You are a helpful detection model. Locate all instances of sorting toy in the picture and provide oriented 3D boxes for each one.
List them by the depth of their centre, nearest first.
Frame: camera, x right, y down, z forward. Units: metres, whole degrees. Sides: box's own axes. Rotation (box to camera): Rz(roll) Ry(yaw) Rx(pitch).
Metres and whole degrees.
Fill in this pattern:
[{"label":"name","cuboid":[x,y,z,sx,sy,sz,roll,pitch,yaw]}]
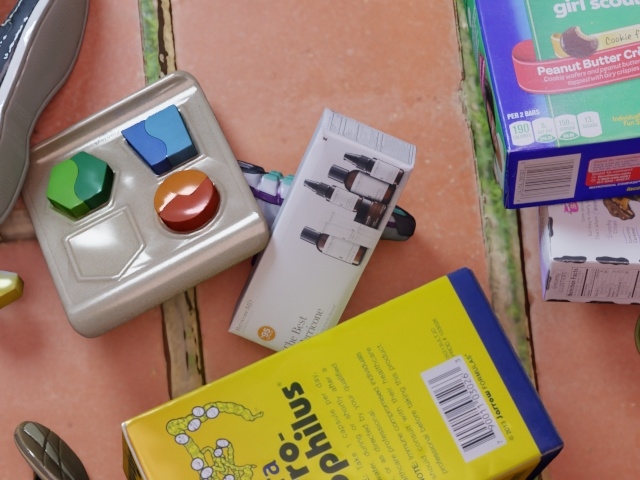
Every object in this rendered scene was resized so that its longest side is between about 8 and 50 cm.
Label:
[{"label":"sorting toy","cuboid":[-0.225,-0.021,1.816,0.307,0.041,0.229,-28,58,1]}]

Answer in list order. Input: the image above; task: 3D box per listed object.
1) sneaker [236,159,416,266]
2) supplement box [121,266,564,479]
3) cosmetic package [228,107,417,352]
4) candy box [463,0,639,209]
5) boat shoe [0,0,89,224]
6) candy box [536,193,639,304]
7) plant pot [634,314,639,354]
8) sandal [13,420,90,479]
[{"label":"sneaker","cuboid":[-0.019,-0.013,1.863,0.224,0.083,0.098,15,98,8]},{"label":"supplement box","cuboid":[0.013,0.202,1.729,0.356,0.194,0.195,-24,75,-13]},{"label":"cosmetic package","cuboid":[0.000,0.000,1.792,0.099,0.060,0.239,23,116,-3]},{"label":"candy box","cuboid":[0.284,-0.206,1.826,0.268,0.122,0.317,-7,60,-2]},{"label":"boat shoe","cuboid":[-0.319,-0.157,1.847,0.091,0.114,0.302,13,64,18]},{"label":"candy box","cuboid":[0.314,-0.020,1.830,0.196,0.070,0.165,2,51,0]},{"label":"plant pot","cuboid":[0.362,0.090,1.845,0.083,0.079,0.083,0,80,-3]},{"label":"sandal","cuboid":[-0.247,0.256,1.813,0.049,0.072,0.180,-38,88,14]}]
